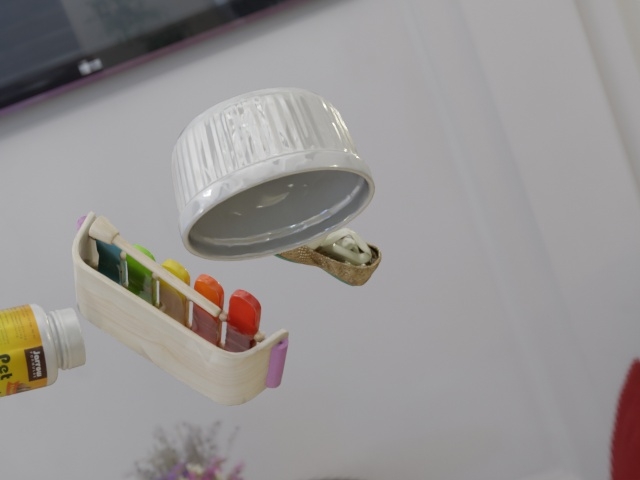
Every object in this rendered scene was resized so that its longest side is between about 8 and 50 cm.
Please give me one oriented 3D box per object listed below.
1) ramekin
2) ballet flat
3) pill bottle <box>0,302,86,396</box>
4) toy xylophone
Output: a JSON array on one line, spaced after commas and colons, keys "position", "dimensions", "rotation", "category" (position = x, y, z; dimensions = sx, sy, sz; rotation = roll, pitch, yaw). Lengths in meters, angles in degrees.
[{"position": [-0.056, -0.070, 1.343], "dimensions": [0.207, 0.109, 0.207], "rotation": [-16, -21, -6], "category": "ramekin"}, {"position": [0.000, 0.000, 1.651], "dimensions": [0.206, 0.073, 0.067], "rotation": [21, -52, -43], "category": "ballet flat"}, {"position": [-0.434, 0.154, 1.762], "dimensions": [0.215, 0.117, 0.117], "rotation": [-13, 6, -20], "category": "pill bottle"}, {"position": [-0.183, 0.076, 1.582], "dimensions": [0.081, 0.323, 0.236], "rotation": [-50, -10, -33], "category": "toy xylophone"}]
